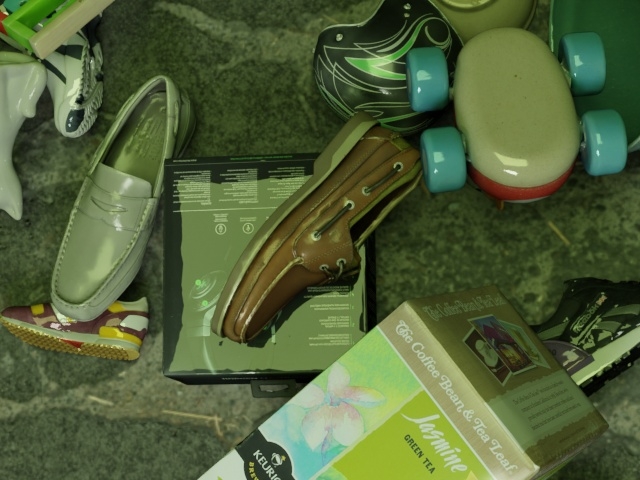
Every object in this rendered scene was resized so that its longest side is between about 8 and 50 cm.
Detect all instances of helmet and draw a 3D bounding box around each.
[{"bbox_3d":[0.079,-0.204,1.907,0.161,0.169,0.169,-38,76,-17],"label":"helmet"}]

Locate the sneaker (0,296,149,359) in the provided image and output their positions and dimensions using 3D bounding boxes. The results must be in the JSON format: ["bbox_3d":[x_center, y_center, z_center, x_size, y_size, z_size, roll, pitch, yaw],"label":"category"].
[{"bbox_3d":[-0.302,0.093,1.966,0.185,0.069,0.084,11,69,7],"label":"sneaker"}]

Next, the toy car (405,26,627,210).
[{"bbox_3d":[0.215,-0.103,1.829,0.219,0.238,0.210,-7,60,-3],"label":"toy car"}]

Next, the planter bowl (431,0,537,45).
[{"bbox_3d":[0.183,-0.313,1.937,0.162,0.109,0.162,-1,80,8],"label":"planter bowl"}]

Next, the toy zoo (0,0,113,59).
[{"bbox_3d":[-0.374,-0.352,2.005,0.293,0.030,0.192,32,66,34],"label":"toy zoo"}]

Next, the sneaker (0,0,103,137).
[{"bbox_3d":[-0.361,-0.240,2.016,0.153,0.094,0.235,-3,79,10],"label":"sneaker"}]

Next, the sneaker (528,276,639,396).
[{"bbox_3d":[0.346,0.077,1.848,0.283,0.107,0.124,-34,71,2],"label":"sneaker"}]

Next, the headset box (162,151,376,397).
[{"bbox_3d":[-0.057,0.046,1.898,0.246,0.131,0.283,-3,79,7],"label":"headset box"}]

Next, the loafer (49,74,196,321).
[{"bbox_3d":[-0.248,-0.057,1.932,0.112,0.111,0.319,17,72,12],"label":"loafer"}]

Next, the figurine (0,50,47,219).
[{"bbox_3d":[-0.445,-0.141,1.979,0.215,0.092,0.209,18,111,26],"label":"figurine"}]

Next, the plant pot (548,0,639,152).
[{"bbox_3d":[0.416,-0.244,1.822,0.196,0.293,0.293,-1,79,-18],"label":"plant pot"}]

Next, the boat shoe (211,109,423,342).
[{"bbox_3d":[0.000,0.000,1.774,0.104,0.111,0.307,35,85,12],"label":"boat shoe"}]

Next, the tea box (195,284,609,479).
[{"bbox_3d":[0.094,0.231,1.706,0.323,0.329,0.220,-43,76,18],"label":"tea box"}]
